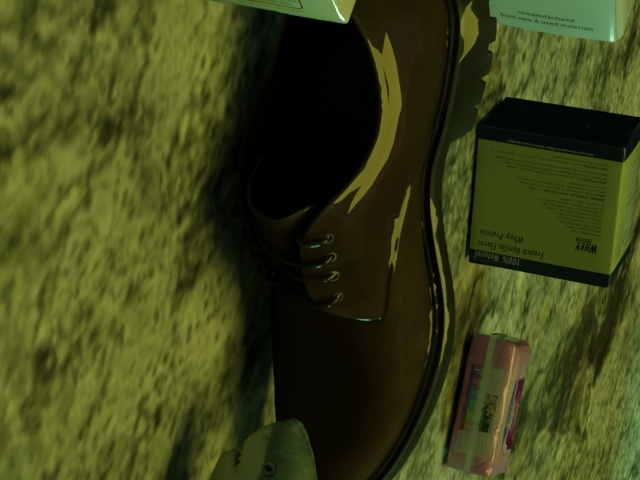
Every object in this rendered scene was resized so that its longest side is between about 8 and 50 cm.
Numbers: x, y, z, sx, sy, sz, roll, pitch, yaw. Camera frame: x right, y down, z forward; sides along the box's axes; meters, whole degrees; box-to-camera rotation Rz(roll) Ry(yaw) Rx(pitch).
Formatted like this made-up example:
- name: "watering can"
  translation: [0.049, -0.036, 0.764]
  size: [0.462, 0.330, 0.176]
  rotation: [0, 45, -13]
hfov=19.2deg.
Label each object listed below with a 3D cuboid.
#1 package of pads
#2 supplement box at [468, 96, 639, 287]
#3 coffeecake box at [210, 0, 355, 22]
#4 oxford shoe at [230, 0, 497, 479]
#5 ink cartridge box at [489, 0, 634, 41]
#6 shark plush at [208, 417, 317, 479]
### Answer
- name: "package of pads"
  translation: [0.100, 0.096, 1.117]
  size: [0.050, 0.032, 0.083]
  rotation: [7, 94, -71]
- name: "supplement box"
  translation: [0.132, -0.028, 1.057]
  size: [0.056, 0.083, 0.083]
  rotation: [-44, 141, -60]
- name: "coffeecake box"
  translation: [-0.021, -0.172, 0.533]
  size: [0.185, 0.068, 0.142]
  rotation: [62, 43, -63]
- name: "oxford shoe"
  translation: [0.000, 0.000, 0.714]
  size: [0.096, 0.083, 0.227]
  rotation: [-20, 121, -48]
- name: "ink cartridge box"
  translation: [0.126, -0.215, 0.931]
  size: [0.191, 0.082, 0.139]
  rotation: [74, 32, -52]
- name: "shark plush"
  translation: [-0.009, 0.145, 0.666]
  size: [0.073, 0.067, 0.161]
  rotation: [54, 12, -57]
